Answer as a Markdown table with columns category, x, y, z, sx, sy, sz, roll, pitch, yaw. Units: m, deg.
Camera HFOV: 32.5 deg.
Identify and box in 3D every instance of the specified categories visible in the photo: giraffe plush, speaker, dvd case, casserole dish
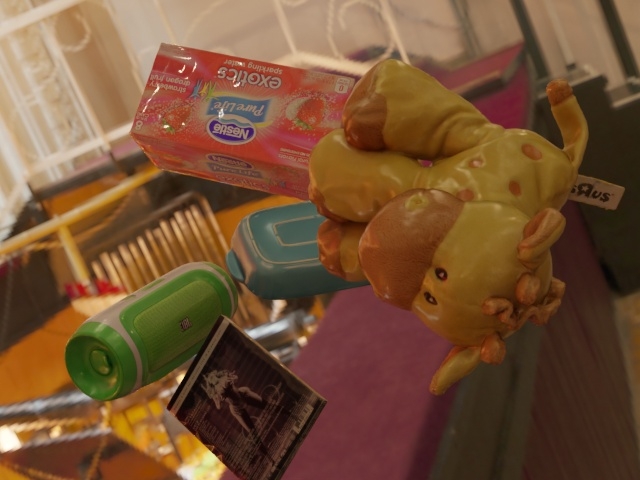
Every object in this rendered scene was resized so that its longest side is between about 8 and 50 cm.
| category | x | y | z | sx | sy | sz | roll | pitch | yaw |
| --- | --- | --- | --- | --- | --- | --- | --- | --- | --- |
| giraffe plush | 0.085 | 0.001 | 0.684 | 0.210 | 0.181 | 0.170 | 1 | 32 | 12 |
| speaker | -0.247 | 0.131 | 1.656 | 0.131 | 0.131 | 0.296 | -17 | 10 | 34 |
| dvd case | -0.108 | 0.230 | 1.536 | 0.018 | 0.221 | 0.164 | 19 | -76 | -55 |
| casserole dish | 0.000 | 0.000 | 1.075 | 0.188 | 0.037 | 0.114 | -9 | 44 | -16 |

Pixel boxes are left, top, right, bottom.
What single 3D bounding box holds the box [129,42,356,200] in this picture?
| category | x | y | z | sx | sy | sz | roll | pitch | yaw |
| --- | --- | --- | --- | --- | --- | --- | --- | --- | --- |
| box | -0.099 | -0.164 | 1.580 | 0.300 | 0.154 | 0.142 | 14 | -15 | 14 |
